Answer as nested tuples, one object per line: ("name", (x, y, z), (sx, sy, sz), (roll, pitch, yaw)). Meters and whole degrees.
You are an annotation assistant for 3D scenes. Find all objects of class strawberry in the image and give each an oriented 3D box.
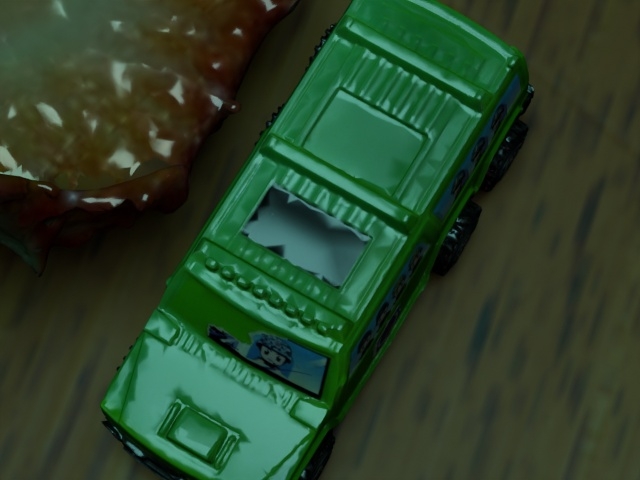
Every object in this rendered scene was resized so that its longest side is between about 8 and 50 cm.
("strawberry", (-0.096, -0.099, 0.568), (0.188, 0.106, 0.286), (43, 62, -10))

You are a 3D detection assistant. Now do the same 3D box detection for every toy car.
("toy car", (0.000, 0.000, 0.550), (0.071, 0.062, 0.165), (30, 75, 9))
